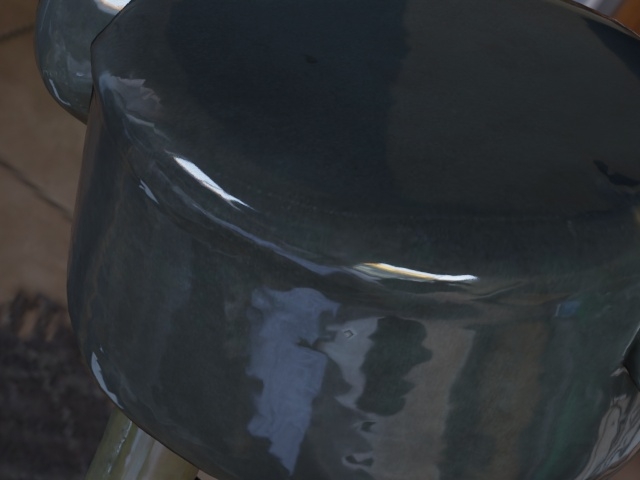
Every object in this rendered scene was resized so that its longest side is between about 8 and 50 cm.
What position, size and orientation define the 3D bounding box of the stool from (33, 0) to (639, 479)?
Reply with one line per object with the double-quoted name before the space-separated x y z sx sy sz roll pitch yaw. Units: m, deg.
"stool" 0.008 -0.001 0.451 0.153 0.139 0.228 1 33 -18
